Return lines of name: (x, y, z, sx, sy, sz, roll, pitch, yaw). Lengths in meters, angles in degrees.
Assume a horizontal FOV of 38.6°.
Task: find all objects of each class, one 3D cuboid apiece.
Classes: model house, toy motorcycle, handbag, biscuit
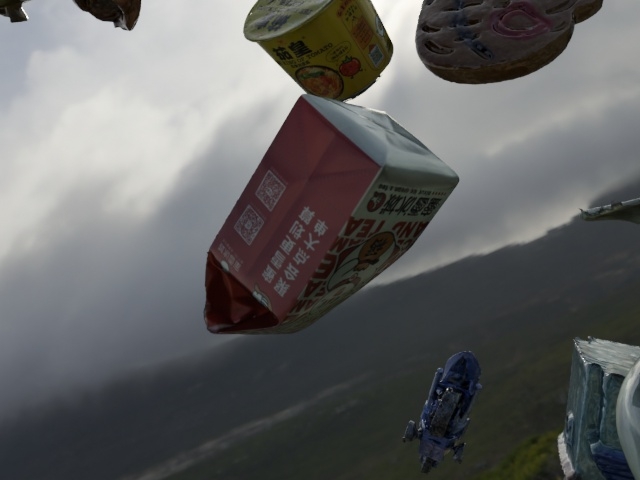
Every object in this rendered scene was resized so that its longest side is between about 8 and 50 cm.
model house: (0.483, 0.341, 1.414, 0.252, 0.329, 0.295, 15, 9, 8)
toy motorcycle: (0.157, 0.219, 1.140, 0.205, 0.076, 0.114, 89, -155, -59)
handbag: (0.000, 0.000, 1.030, 0.171, 0.151, 0.298, 2, -54, -52)
biscuit: (0.323, -0.402, 1.572, 0.314, 0.367, 0.063, -3, -45, 22)

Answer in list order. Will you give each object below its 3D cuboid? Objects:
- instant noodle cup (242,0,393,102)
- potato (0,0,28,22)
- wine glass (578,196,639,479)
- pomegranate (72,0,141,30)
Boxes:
instant noodle cup: (0.008, -0.284, 1.255, 0.182, 0.182, 0.144, -26, -53, 22)
potato: (-0.506, -0.472, 1.255, 0.319, 0.385, 0.442, 19, 16, 25)
wine glass: (0.346, 0.100, 0.739, 0.238, 0.323, 0.238, -12, -4, -1)
pomegranate: (-0.129, -0.274, 0.598, 0.252, 0.270, 0.229, 10, -2, -2)
